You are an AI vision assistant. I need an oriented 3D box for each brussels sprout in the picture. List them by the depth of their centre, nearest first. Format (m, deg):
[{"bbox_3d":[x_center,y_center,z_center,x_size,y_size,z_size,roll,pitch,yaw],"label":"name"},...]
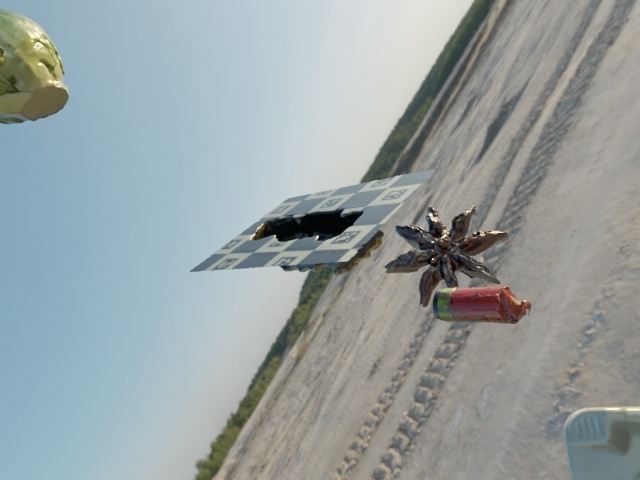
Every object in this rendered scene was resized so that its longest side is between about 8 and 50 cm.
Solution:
[{"bbox_3d":[-0.621,-0.334,0.941,0.244,0.244,0.244,-59,-3,-5],"label":"brussels sprout"}]

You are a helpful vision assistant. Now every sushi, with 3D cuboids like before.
[{"bbox_3d":[0.000,0.000,0.522,0.215,0.050,0.192,-6,25,39],"label":"sushi"}]

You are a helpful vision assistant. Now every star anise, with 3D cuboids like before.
[{"bbox_3d":[0.282,0.029,1.111,0.288,0.288,0.088,-59,-35,-13],"label":"star anise"}]

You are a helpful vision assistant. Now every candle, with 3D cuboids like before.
[{"bbox_3d":[0.219,0.087,0.661,0.131,0.052,0.052,-7,40,44],"label":"candle"}]

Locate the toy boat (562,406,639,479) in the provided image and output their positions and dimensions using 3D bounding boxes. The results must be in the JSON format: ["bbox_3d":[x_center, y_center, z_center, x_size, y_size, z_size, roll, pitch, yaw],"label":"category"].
[{"bbox_3d":[0.260,0.133,0.212,0.270,0.140,0.140,-13,21,25],"label":"toy boat"}]
